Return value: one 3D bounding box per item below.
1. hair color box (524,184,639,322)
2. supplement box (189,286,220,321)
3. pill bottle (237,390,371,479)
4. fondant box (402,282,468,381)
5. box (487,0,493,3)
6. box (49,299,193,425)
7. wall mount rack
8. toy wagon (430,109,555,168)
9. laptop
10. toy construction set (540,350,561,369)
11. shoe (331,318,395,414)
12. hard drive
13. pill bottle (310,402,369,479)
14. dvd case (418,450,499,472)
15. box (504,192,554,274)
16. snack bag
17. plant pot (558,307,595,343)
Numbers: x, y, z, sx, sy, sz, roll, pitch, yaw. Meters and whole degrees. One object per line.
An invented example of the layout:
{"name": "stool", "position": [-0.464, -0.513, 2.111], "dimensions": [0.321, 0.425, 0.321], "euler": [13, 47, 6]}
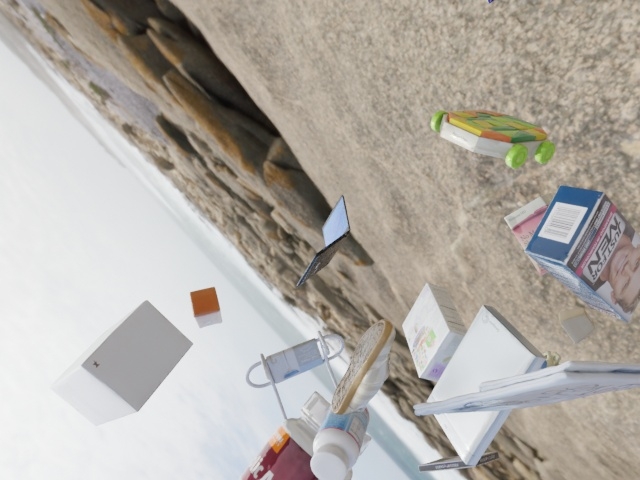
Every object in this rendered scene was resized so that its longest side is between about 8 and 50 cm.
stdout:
{"name": "hair color box", "position": [0.626, 0.037, 1.086], "dimensions": [0.347, 0.173, 0.105], "euler": [31, 178, -34]}
{"name": "supplement box", "position": [-0.341, 0.206, 1.438], "dimensions": [0.233, 0.078, 0.080], "euler": [115, 140, -67]}
{"name": "pill bottle", "position": [-0.063, 0.592, 1.189], "dimensions": [0.224, 0.392, 0.224], "euler": [37, 167, 10]}
{"name": "fondant box", "position": [0.446, 0.355, 1.892], "dimensions": [0.096, 0.238, 0.330], "euler": [19, -156, -11]}
{"name": "box", "position": [0.330, -0.587, 0.978], "dimensions": [0.137, 0.072, 0.126], "euler": [35, -152, -52]}
{"name": "box", "position": [-0.521, 0.325, 1.240], "dimensions": [0.168, 0.215, 0.345], "euler": [47, 137, -12]}
{"name": "wall mount rack", "position": [-0.055, 0.464, 1.574], "dimensions": [0.130, 0.350, 0.304], "euler": [-125, 17, -59]}
{"name": "toy wagon", "position": [0.466, -0.276, 1.235], "dimensions": [0.267, 0.345, 0.068], "euler": [42, 133, 42]}
{"name": "laptop", "position": [0.000, 0.000, 1.709], "dimensions": [0.136, 0.264, 0.234], "euler": [47, 145, 12]}
{"name": "toy construction set", "position": [0.672, 0.440, 1.572], "dimensions": [0.215, 0.328, 0.151], "euler": [126, 144, -71]}
{"name": "shoe", "position": [0.087, 0.230, 0.853], "dimensions": [0.058, 0.219, 0.076], "euler": [20, -153, -10]}
{"name": "hard drive", "position": [0.427, 0.381, 1.286], "dimensions": [0.047, 0.352, 0.233], "euler": [16, -160, -22]}
{"name": "pill bottle", "position": [0.037, 0.375, 0.905], "dimensions": [0.087, 0.087, 0.160], "euler": [48, -156, 0]}
{"name": "dvd case", "position": [0.506, 0.813, 1.756], "dimensions": [0.179, 0.239, 0.029], "euler": [12, -121, -43]}
{"name": "box", "position": [0.765, -0.024, 1.626], "dimensions": [0.149, 0.127, 0.232], "euler": [-39, 74, 39]}
{"name": "snack bag", "position": [0.394, 0.271, 0.868], "dimensions": [0.342, 0.323, 0.037], "euler": [-41, 49, 49]}
{"name": "plant pot", "position": [1.031, 0.330, 1.918], "dimensions": [0.109, 0.096, 0.109], "euler": [55, -153, 3]}
